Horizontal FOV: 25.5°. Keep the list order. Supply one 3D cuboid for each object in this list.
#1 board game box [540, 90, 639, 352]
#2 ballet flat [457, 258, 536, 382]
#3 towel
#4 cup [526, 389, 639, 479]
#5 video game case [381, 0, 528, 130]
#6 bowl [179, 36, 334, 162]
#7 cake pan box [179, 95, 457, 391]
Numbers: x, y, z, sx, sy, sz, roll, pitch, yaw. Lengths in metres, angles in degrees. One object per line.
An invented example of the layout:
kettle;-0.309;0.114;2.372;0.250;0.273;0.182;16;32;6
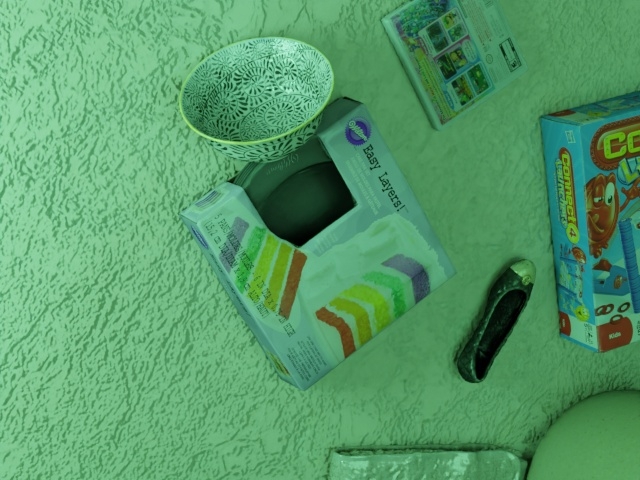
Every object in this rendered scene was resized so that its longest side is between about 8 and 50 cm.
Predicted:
board game box;0.448;-0.043;1.829;0.308;0.086;0.302;-16;109;-21
ballet flat;0.230;0.104;1.782;0.057;0.049;0.173;28;90;-29
towel;0.133;0.352;1.797;0.282;0.049;0.187;2;101;-25
cup;0.460;0.339;1.778;0.331;0.237;0.331;5;75;-22
video game case;0.163;-0.233;1.687;0.143;0.019;0.157;-35;115;-14
bowl;-0.063;-0.139;1.544;0.170;0.170;0.080;-32;140;-15
cake pan box;0.000;0.000;1.640;0.246;0.070;0.267;-36;114;-16
